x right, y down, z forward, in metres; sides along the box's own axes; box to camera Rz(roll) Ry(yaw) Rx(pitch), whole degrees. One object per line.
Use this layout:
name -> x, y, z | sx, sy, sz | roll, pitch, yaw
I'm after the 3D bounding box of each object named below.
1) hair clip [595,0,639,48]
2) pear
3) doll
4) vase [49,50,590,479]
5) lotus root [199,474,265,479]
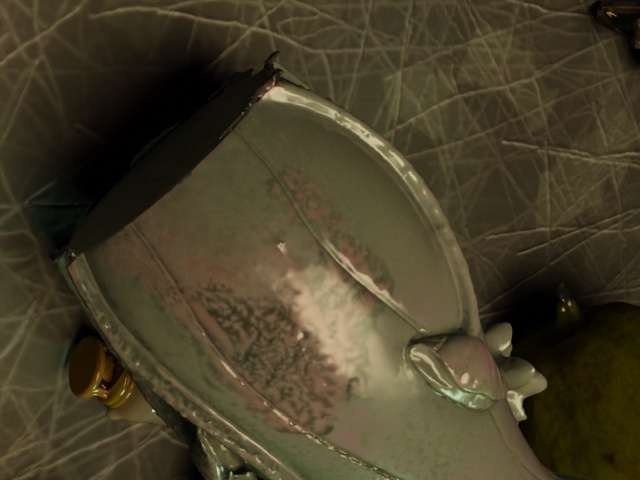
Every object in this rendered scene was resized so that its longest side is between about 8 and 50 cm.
hair clip -> 0.372, -0.208, 1.189 | 0.292, 0.084, 0.106 | -16, 136, -36
pear -> 0.304, 0.200, 1.189 | 0.287, 0.287, 0.375 | -35, 105, -20
doll -> -0.130, 0.112, 0.957 | 0.127, 0.073, 0.084 | 16, 132, -36
vase -> 0.032, 0.104, 0.883 | 0.250, 0.250, 0.445 | -44, 105, -13
lotus root -> -0.021, 0.290, 1.062 | 0.173, 0.173, 0.309 | -19, 122, -30
